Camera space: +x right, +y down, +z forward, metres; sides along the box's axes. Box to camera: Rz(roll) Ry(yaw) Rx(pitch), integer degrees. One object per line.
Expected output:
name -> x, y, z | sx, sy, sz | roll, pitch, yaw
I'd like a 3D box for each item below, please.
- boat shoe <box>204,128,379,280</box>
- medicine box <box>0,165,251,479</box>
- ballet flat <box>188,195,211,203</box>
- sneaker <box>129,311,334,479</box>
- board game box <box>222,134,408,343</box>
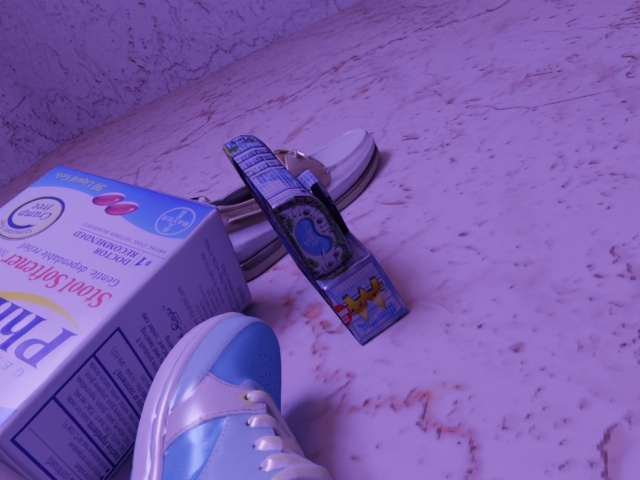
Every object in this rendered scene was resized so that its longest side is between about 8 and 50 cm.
boat shoe -> -0.036, -0.076, 0.785 | 0.302, 0.103, 0.113 | -44, 29, -25
medicine box -> -0.270, 0.078, 0.613 | 0.263, 0.149, 0.289 | 15, 49, 28
ballet flat -> -0.177, -0.023, 0.881 | 0.072, 0.068, 0.213 | -36, 27, -10
sneaker -> -0.012, 0.154, 0.340 | 0.208, 0.127, 0.319 | -22, 37, 22
board game box -> 0.000, 0.000, 0.567 | 0.060, 0.194, 0.194 | -35, 41, -6
